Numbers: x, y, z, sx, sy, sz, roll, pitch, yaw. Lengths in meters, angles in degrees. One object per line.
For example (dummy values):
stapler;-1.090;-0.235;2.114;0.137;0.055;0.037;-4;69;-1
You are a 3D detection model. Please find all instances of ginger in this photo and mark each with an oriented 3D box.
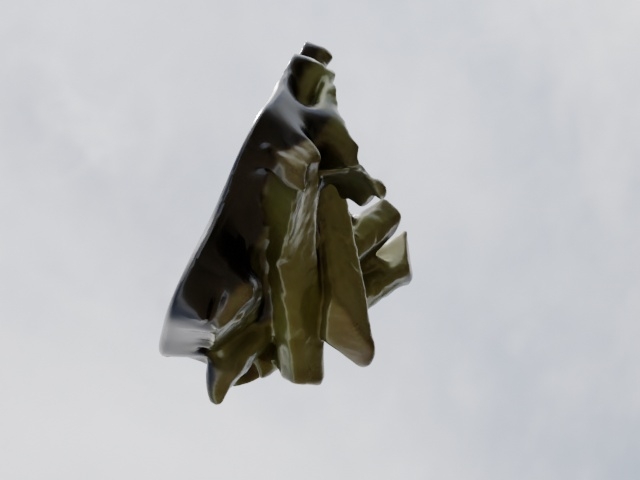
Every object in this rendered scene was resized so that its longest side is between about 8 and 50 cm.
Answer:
ginger;0.000;0.000;1.832;0.413;0.211;0.358;-59;-8;-86
